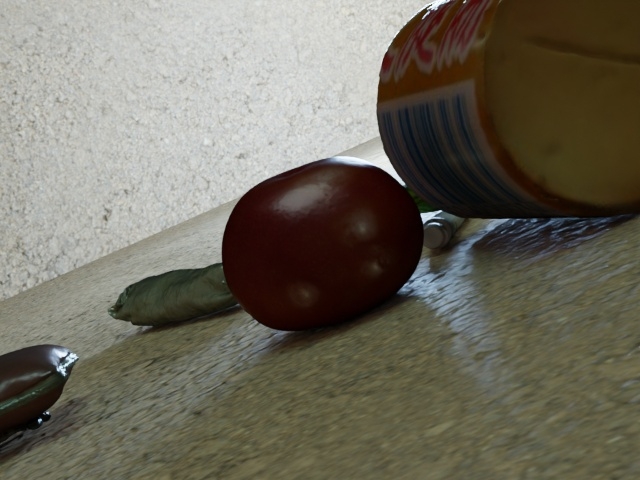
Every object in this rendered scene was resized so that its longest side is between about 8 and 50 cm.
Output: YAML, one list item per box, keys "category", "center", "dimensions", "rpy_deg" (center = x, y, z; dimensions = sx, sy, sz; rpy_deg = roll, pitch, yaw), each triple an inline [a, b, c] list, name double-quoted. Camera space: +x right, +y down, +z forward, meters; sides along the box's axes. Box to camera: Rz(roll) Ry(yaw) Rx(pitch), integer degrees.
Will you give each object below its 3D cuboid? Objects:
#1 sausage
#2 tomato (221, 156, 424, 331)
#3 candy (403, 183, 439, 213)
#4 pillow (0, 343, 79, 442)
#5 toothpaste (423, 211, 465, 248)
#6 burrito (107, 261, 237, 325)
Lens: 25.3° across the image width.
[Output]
- category: "sausage"
  center: [0.195, -0.131, 1.286]
  dimensions: [0.233, 0.233, 0.287]
  rpy_deg: [-24, 6, -13]
- category: "tomato"
  center: [0.000, 0.000, 1.279]
  dimensions: [0.195, 0.136, 0.195]
  rpy_deg: [-22, 7, 3]
- category: "candy"
  center: [0.163, -0.078, 1.666]
  dimensions: [0.149, 0.069, 0.246]
  rpy_deg: [-24, 9, 36]
- category: "pillow"
  center: [-0.306, 0.154, 1.326]
  dimensions: [0.171, 0.075, 0.179]
  rpy_deg: [-23, 6, -6]
- category: "toothpaste"
  center: [0.128, -0.017, 1.469]
  dimensions: [0.048, 0.031, 0.190]
  rpy_deg: [-24, 3, 15]
- category: "burrito"
  center: [-0.151, 0.061, 1.656]
  dimensions: [0.082, 0.059, 0.275]
  rpy_deg: [-36, 13, -36]
